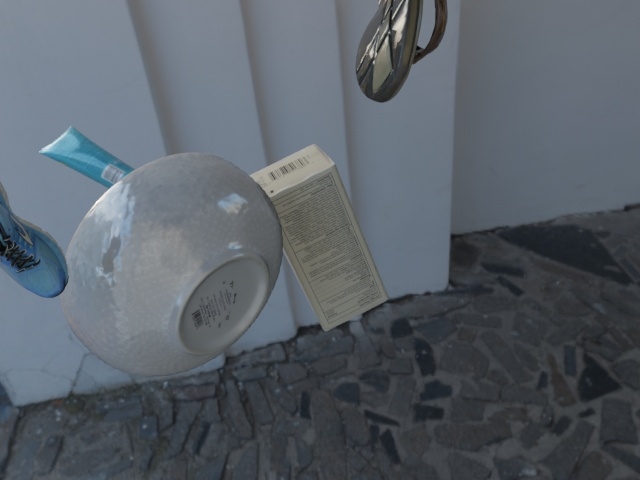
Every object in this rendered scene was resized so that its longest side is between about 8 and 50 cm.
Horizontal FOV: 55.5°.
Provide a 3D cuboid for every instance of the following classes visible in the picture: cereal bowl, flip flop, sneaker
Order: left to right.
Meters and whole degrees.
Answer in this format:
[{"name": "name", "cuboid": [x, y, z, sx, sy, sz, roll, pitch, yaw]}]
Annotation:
[{"name": "sneaker", "cuboid": [-0.322, 0.004, 0.613, 0.063, 0.162, 0.073, -32, 31, 2]}, {"name": "cereal bowl", "cuboid": [-0.175, 0.057, 0.860, 0.141, 0.338, 0.339, 33, 50, 31]}, {"name": "flip flop", "cuboid": [0.108, -0.264, 0.715, 0.080, 0.112, 0.277, 28, 48, -15]}]

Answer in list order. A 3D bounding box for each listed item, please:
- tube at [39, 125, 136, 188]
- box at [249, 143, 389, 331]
[{"name": "tube", "cuboid": [-0.419, -0.145, 1.122, 0.207, 0.052, 0.080, 30, 58, 18]}, {"name": "box", "cuboid": [0.000, 0.000, 1.122, 0.148, 0.311, 0.121, -26, 32, -6]}]
